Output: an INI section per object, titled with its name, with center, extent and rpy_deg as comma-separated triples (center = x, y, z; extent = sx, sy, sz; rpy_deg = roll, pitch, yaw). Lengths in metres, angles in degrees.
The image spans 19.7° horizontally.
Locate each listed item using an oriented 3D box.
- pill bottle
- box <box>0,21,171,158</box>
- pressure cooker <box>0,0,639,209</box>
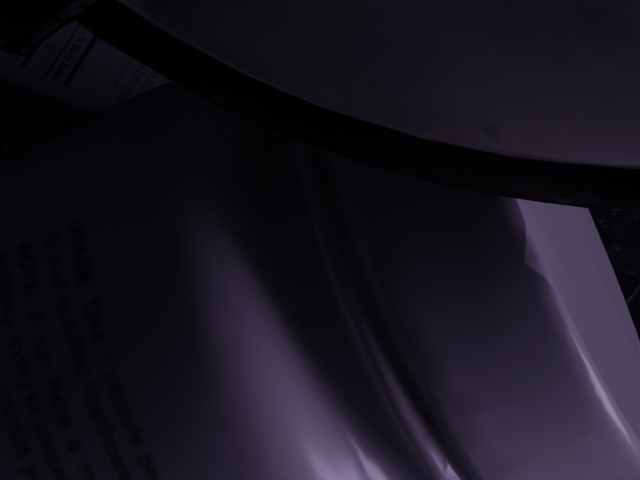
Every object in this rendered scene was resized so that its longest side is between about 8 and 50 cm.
[pill bottle]
center = -0.060, 0.052, 0.516
extent = 0.160, 0.283, 0.160
rpy_deg = 58, 17, -29
[box]
center = -0.094, -0.072, 0.623
extent = 0.072, 0.137, 0.126
rpy_deg = 108, 5, -48
[pressure cooker]
center = 0.074, -0.214, 0.359
extent = 0.420, 0.375, 0.370
rpy_deg = -69, 171, -45
